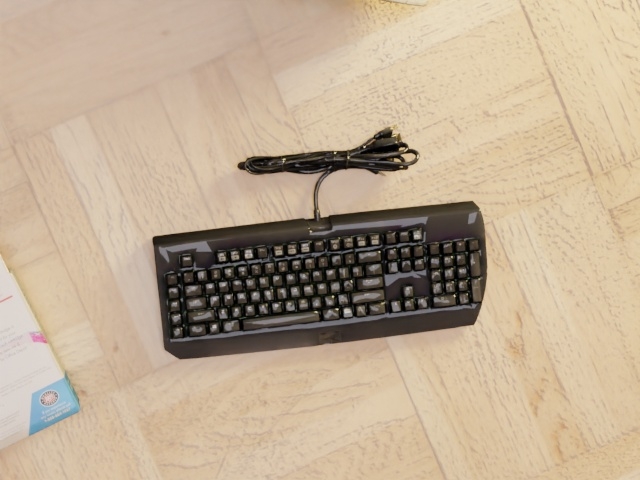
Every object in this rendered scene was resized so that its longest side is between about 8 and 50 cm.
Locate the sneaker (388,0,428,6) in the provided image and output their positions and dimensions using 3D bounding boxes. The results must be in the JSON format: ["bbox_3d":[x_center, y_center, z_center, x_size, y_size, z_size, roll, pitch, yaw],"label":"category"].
[{"bbox_3d":[-0.020,-0.323,1.634,0.292,0.108,0.169,17,95,-7],"label":"sneaker"}]

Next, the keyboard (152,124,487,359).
[{"bbox_3d":[0.000,0.000,1.699,0.317,0.033,0.201,-7,95,-8],"label":"keyboard"}]

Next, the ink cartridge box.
[{"bbox_3d":[-0.307,0.096,1.647,0.104,0.061,0.181,-26,98,-6],"label":"ink cartridge box"}]
